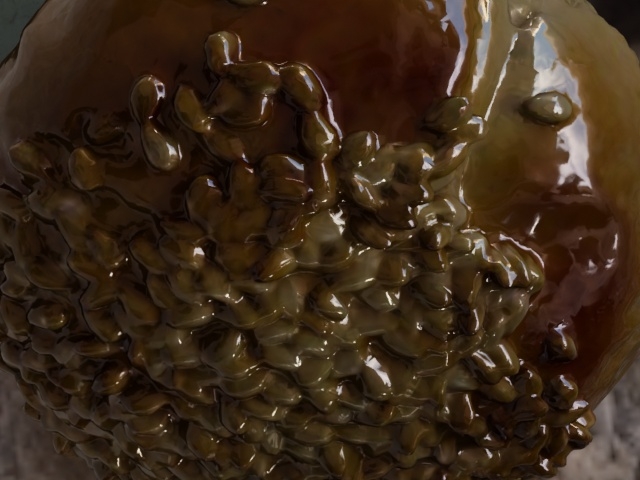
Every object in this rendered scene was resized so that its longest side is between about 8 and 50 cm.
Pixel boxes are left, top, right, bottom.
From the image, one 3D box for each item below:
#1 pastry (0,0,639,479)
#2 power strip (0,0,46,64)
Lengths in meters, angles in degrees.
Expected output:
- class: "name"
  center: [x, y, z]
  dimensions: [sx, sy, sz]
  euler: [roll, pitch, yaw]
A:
- class: "pastry"
  center: [0.000, 0.000, 0.877]
  dimensions: [0.245, 0.409, 0.410]
  euler: [-91, 162, -57]
- class: "power strip"
  center: [-0.237, -0.103, 1.012]
  dimensions: [0.080, 0.029, 0.227]
  euler: [27, 89, -22]
